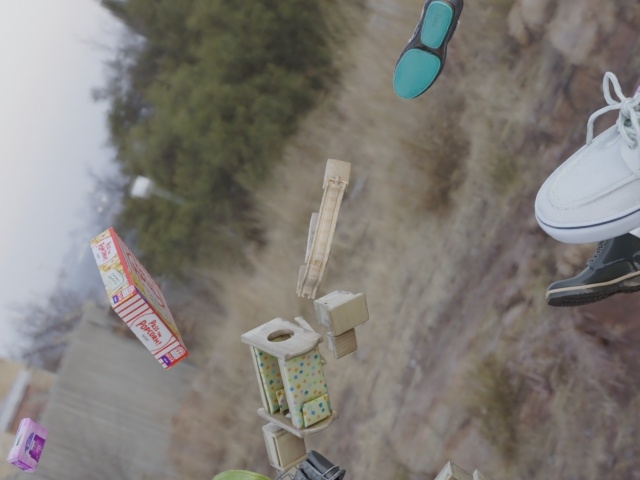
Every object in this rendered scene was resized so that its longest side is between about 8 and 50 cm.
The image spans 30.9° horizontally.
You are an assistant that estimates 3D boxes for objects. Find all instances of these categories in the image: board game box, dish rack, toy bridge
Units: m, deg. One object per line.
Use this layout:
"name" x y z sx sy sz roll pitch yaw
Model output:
"board game box" -0.276 0.086 1.744 0.045 0.147 0.193 -34 37 -1
"dish rack" -0.095 0.440 1.744 0.271 0.074 0.208 -33 -25 -34
"toy bridge" 0.000 0.000 1.178 0.188 0.026 0.063 105 175 -49

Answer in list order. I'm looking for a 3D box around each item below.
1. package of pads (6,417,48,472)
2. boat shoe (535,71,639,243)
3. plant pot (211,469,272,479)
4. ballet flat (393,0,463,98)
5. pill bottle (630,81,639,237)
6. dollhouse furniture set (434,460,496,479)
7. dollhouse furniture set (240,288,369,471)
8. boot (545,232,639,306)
"package of pads" -0.506 0.355 2.004 0.032 0.050 0.083 -22 42 35
"boat shoe" 0.379 -0.131 1.282 0.367 0.156 0.136 -29 47 24
"plant pot" -0.080 0.287 1.156 0.079 0.083 0.083 -75 12 -47
"ballet flat" 0.169 -0.305 1.776 0.203 0.074 0.074 113 173 -47
"pill bottle" 0.528 -0.163 1.666 0.181 0.181 0.323 -91 24 -66
"dollhouse furniture set" 0.250 0.479 1.820 0.212 0.161 0.242 -55 8 15
"dollhouse furniture set" 0.013 0.177 1.404 0.101 0.161 0.182 17 125 52
"boot" 0.442 0.024 1.853 0.077 0.198 0.137 106 152 -71
